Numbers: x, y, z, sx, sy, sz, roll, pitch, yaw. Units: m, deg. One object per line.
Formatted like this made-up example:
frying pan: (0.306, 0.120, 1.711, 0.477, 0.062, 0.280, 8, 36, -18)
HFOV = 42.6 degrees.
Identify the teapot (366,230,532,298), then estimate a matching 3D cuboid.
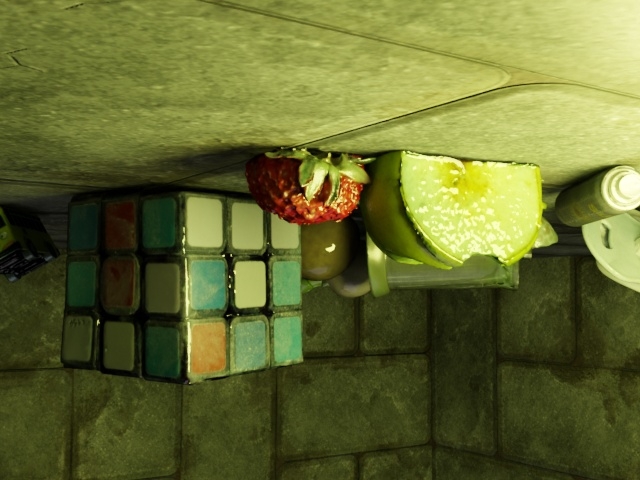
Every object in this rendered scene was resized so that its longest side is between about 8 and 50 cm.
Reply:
teapot: (0.267, 0.001, 1.707, 0.336, 0.200, 0.270, -2, 145, 11)

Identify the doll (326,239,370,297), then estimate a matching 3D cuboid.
doll: (0.144, 0.026, 1.921, 0.287, 0.151, 0.151, -27, 169, 14)

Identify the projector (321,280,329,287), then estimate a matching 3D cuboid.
projector: (0.100, 0.042, 2.198, 0.242, 0.177, 0.163, 1, 175, 8)

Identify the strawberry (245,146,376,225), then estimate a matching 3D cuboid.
strawberry: (-0.045, -0.070, 1.175, 0.174, 0.098, 0.228, 5, 173, -39)

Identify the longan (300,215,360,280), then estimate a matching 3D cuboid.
longan: (0.000, 0.000, 1.832, 0.184, 0.159, 0.204, -13, -151, 16)

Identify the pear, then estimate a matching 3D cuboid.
pear: (0.165, -0.037, 1.252, 0.292, 0.160, 0.292, 1, 179, 0)

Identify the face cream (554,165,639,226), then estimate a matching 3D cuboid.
face cream: (0.450, -0.070, 1.322, 0.073, 0.073, 0.283, 0, 176, 1)

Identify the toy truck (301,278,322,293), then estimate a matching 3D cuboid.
toy truck: (-0.037, 0.067, 2.478, 0.210, 0.187, 0.148, -3, -168, 20)

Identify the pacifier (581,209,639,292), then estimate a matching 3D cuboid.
pacifier: (0.684, -0.008, 1.653, 0.299, 0.244, 0.233, 24, 139, -9)

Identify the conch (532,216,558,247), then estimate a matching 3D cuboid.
conch: (0.445, -0.021, 1.840, 0.116, 0.106, 0.173, -30, -158, -35)

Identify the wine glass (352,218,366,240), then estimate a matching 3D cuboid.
wine glass: (0.104, -0.023, 2.024, 0.155, 0.072, 0.072, 2, 176, -26)

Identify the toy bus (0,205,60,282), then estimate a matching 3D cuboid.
toy bus: (-0.720, 0.004, 1.890, 0.128, 0.150, 0.262, -29, 175, -1)

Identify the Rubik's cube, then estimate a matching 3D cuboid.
Rubik's cube: (-0.262, 0.086, 1.626, 0.358, 0.364, 0.362, 0, 175, 39)
